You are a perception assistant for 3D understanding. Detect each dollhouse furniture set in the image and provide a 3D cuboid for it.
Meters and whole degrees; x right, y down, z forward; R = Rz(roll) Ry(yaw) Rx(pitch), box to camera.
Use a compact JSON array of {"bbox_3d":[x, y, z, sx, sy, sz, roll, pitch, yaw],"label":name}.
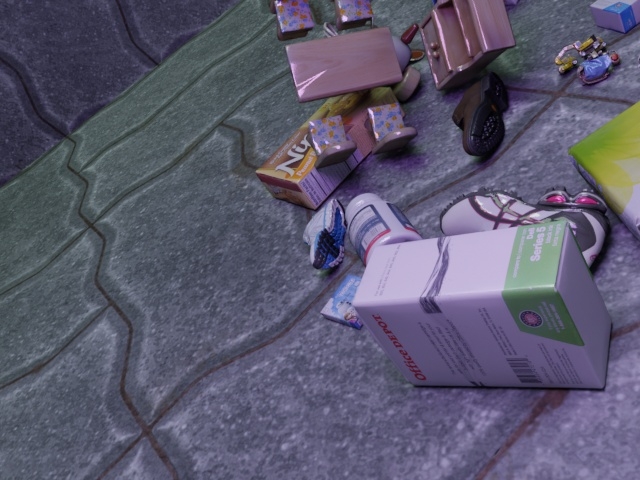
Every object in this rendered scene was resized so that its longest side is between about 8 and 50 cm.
[{"bbox_3d":[0.136,-0.380,1.364,0.394,0.362,0.256,-14,-4,-12],"label":"dollhouse furniture set"}]

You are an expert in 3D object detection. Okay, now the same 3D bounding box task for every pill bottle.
[{"bbox_3d":[0.107,-0.009,1.207,0.108,0.108,0.180,-34,33,5],"label":"pill bottle"}]

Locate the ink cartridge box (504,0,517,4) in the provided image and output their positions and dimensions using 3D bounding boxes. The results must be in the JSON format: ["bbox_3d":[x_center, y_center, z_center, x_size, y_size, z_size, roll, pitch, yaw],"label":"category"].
[{"bbox_3d":[0.366,-0.649,1.676,0.219,0.160,0.093,17,85,45],"label":"ink cartridge box"}]

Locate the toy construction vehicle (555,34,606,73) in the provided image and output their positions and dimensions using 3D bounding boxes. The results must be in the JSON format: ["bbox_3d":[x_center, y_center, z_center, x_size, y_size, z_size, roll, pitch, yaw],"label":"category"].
[{"bbox_3d":[0.494,-0.361,1.316,0.098,0.035,0.086,-32,-4,19],"label":"toy construction vehicle"}]

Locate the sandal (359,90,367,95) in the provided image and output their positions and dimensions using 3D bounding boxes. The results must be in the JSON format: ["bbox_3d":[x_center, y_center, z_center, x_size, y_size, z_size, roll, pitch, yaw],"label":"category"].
[{"bbox_3d":[0.039,-0.378,1.593,0.079,0.088,0.240,-42,32,13],"label":"sandal"}]

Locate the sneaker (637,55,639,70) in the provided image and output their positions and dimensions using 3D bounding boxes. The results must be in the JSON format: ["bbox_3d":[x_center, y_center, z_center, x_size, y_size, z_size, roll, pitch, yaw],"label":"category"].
[{"bbox_3d":[0.663,-0.321,1.114,0.279,0.107,0.118,-14,21,26],"label":"sneaker"}]

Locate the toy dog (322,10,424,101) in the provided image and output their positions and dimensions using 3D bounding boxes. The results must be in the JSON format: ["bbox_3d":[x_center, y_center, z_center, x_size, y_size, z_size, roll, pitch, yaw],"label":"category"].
[{"bbox_3d":[0.163,-0.475,1.667,0.161,0.220,0.334,-51,39,20],"label":"toy dog"}]

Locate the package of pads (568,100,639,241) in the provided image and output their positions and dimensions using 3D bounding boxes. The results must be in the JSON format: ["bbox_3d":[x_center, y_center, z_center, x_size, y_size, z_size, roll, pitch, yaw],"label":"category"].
[{"bbox_3d":[0.529,-0.133,0.951,0.296,0.101,0.229,-37,31,17],"label":"package of pads"}]

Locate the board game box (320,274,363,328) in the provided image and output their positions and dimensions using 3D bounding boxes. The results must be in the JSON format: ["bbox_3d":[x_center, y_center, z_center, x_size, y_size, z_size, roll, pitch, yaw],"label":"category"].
[{"bbox_3d":[0.057,0.105,1.194,0.090,0.020,0.090,9,55,50],"label":"board game box"}]

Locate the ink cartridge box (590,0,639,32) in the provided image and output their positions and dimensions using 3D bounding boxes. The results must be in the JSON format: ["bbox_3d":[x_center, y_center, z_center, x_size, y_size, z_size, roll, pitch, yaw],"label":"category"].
[{"bbox_3d":[0.614,-0.472,1.359,0.122,0.052,0.088,-38,33,1],"label":"ink cartridge box"}]

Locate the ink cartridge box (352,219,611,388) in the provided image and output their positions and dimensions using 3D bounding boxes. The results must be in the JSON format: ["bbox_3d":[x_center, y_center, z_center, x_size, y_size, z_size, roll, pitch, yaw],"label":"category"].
[{"bbox_3d":[0.210,0.094,0.902,0.272,0.198,0.115,-8,43,36],"label":"ink cartridge box"}]

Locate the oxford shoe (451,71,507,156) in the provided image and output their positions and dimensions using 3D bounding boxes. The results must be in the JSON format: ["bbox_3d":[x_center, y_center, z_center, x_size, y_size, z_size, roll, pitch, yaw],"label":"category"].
[{"bbox_3d":[0.302,-0.229,1.339,0.096,0.083,0.227,-26,27,39],"label":"oxford shoe"}]

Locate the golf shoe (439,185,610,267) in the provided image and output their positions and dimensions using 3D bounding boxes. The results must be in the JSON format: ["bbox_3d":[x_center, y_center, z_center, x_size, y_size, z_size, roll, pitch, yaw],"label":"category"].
[{"bbox_3d":[0.292,-0.012,1.049,0.272,0.105,0.120,-2,54,42],"label":"golf shoe"}]

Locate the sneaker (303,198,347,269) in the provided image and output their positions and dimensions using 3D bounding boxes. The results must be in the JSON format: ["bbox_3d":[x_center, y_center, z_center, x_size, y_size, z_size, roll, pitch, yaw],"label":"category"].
[{"bbox_3d":[0.000,0.000,1.344,0.083,0.071,0.191,-26,26,27],"label":"sneaker"}]

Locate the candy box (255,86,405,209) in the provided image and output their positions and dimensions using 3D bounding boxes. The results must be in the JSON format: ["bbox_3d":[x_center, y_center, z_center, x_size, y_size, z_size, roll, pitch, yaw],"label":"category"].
[{"bbox_3d":[0.021,-0.220,1.563,0.316,0.087,0.183,-48,33,-16],"label":"candy box"}]

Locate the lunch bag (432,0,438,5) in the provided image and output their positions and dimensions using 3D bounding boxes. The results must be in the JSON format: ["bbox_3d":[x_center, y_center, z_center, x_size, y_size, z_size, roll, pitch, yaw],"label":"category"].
[{"bbox_3d":[0.332,-0.547,1.641,0.096,0.129,0.151,-33,35,7],"label":"lunch bag"}]

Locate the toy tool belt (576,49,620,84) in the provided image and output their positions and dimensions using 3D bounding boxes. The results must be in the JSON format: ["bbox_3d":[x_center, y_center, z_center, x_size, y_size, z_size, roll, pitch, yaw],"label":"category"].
[{"bbox_3d":[0.512,-0.324,1.266,0.083,0.051,0.052,-29,71,14],"label":"toy tool belt"}]
